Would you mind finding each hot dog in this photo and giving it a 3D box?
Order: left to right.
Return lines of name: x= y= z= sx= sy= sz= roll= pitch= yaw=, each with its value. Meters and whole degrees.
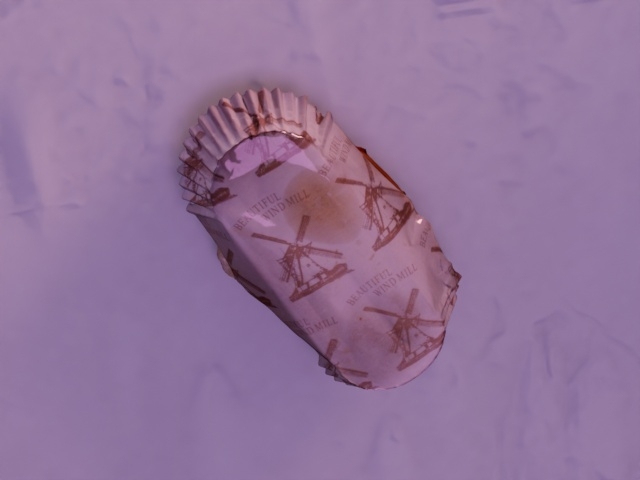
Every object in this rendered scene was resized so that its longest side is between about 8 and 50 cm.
hot dog: x=0.000 y=0.000 z=0.955 sx=0.099 sy=0.053 sz=0.192 roll=-39 pitch=118 yaw=6
